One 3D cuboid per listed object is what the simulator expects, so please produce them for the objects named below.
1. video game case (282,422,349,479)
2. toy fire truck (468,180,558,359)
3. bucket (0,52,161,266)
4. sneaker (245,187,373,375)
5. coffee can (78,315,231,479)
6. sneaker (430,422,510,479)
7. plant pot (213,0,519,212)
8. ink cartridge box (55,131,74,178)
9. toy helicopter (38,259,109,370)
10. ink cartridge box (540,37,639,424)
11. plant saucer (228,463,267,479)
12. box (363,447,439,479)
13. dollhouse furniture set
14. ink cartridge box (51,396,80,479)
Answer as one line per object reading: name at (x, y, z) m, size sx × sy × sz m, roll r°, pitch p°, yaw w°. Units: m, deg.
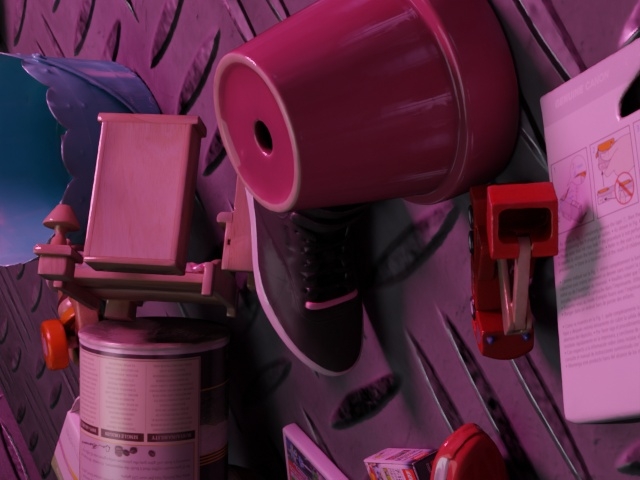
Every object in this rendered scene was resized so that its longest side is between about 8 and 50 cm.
video game case at (0.018, 0.352, 1.516) m, size 0.201 × 0.023 × 0.183 m, roll 40°, pitch 143°, yaw 47°
toy fire truck at (0.142, 0.024, 0.912) m, size 0.135 × 0.047 × 0.192 m, roll -93°, pitch -2°, yaw -59°
bucket at (-0.342, -0.110, 1.582) m, size 0.281 × 0.183 × 0.281 m, roll 11°, pitch 107°, yaw 40°
sneaker at (0.000, 0.000, 1.174) m, size 0.147 × 0.104 × 0.296 m, roll 9°, pitch 113°, yaw 67°
coffee can at (-0.220, 0.253, 1.612) m, size 0.201 × 0.201 × 0.275 m, roll 14°, pitch 104°, yaw 60°
sneaker at (0.180, 0.267, 1.087) m, size 0.128 × 0.087 × 0.221 m, roll 22°, pitch 142°, yaw 46°
plant pot at (0.025, -0.110, 0.954) m, size 0.201 × 0.180 × 0.201 m, roll 43°, pitch 144°, yaw 42°
ink cartridge box at (-0.356, -0.117, 1.804) m, size 0.203 × 0.086 × 0.148 m, roll 62°, pitch 153°, yaw 15°
toy helicopter at (-0.417, 0.034, 2.044) m, size 0.235 × 0.140 × 0.355 m, roll -153°, pitch 57°, yaw -66°
ink cartridge box at (0.238, -0.015, 0.756) m, size 0.275 × 0.060 × 0.239 m, roll 150°, pitch 121°, yaw -65°
plant saucer at (-0.061, 0.448, 1.681) m, size 0.310 × 0.050 × 0.311 m, roll 162°, pitch 90°, yaw -72°
box at (0.120, 0.319, 1.272) m, size 0.114 × 0.036 × 0.207 m, roll -20°, pitch 91°, yaw 64°
dollhouse furniture set at (-0.156, -0.011, 1.473) m, size 0.355 × 0.303 × 0.174 m, roll 62°, pitch -148°, yaw -73°
ink cartridge box at (-0.277, 0.304, 1.840) m, size 0.119 × 0.207 × 0.353 m, roll 63°, pitch 155°, yaw 16°
